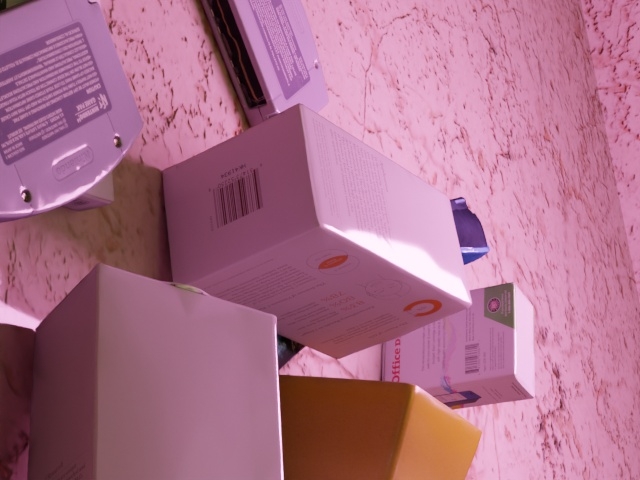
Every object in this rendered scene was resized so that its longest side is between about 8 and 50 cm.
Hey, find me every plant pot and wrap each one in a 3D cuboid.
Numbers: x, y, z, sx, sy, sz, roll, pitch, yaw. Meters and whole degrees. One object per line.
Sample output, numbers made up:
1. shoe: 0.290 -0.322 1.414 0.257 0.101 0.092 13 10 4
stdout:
1. plant pot: 0.057 0.296 1.945 0.212 0.212 0.187 38 59 -51

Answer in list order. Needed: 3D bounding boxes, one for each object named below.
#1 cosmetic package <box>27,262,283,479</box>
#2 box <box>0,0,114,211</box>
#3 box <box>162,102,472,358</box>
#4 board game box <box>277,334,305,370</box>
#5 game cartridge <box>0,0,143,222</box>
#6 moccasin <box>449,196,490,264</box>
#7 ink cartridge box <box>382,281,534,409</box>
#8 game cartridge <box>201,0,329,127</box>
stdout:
1. cosmetic package: -0.159 0.234 1.466 0.217 0.156 0.385 20 47 -28
2. box: -0.314 -0.207 1.598 0.232 0.058 0.322 16 64 -60
3. box: 0.000 0.000 1.884 0.345 0.215 0.168 28 45 -50
4. board game box: -0.082 0.112 1.935 0.186 0.026 0.126 -38 112 -60
5. game cartridge: -0.286 -0.131 1.505 0.297 0.062 0.198 -42 120 -59
6. moccasin: 0.115 -0.018 2.240 0.342 0.138 0.117 5 64 -56
7. ink cartridge box: 0.204 0.163 2.257 0.093 0.212 0.154 46 40 -51
8. game cartridge: -0.080 -0.296 2.089 0.196 0.060 0.294 -44 118 -55
